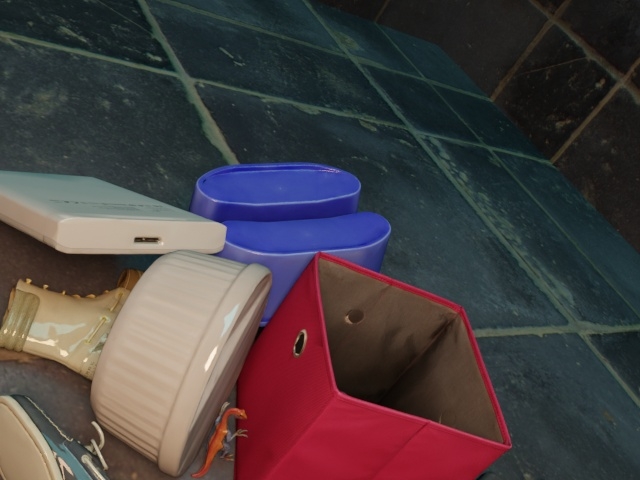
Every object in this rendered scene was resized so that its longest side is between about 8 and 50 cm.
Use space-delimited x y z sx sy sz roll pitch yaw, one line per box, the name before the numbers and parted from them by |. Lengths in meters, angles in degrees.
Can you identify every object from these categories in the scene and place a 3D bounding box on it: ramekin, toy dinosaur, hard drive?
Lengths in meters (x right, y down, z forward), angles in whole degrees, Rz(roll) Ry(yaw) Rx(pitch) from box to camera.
ramekin | -0.168 0.134 0.894 0.127 0.273 0.273 24 30 4
toy dinosaur | -0.120 0.248 0.926 0.047 0.082 0.090 21 41 10
hard drive | -0.328 -0.043 1.016 0.233 0.047 0.353 1 13 -45

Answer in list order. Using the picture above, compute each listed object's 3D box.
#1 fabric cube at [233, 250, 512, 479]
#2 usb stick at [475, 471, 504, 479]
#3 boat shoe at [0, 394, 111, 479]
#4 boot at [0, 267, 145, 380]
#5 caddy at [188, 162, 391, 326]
fabric cube | 0.048 0.217 0.987 0.259 0.258 0.254 22 33 -22
usb stick | 0.210 0.418 1.074 0.077 0.045 0.278 49 33 21
boat shoe | -0.257 0.261 0.781 0.254 0.095 0.079 45 33 15
boot | -0.326 0.088 0.983 0.165 0.077 0.213 22 32 -16
caddy | -0.058 0.013 1.143 0.341 0.179 0.241 -4 41 -26
